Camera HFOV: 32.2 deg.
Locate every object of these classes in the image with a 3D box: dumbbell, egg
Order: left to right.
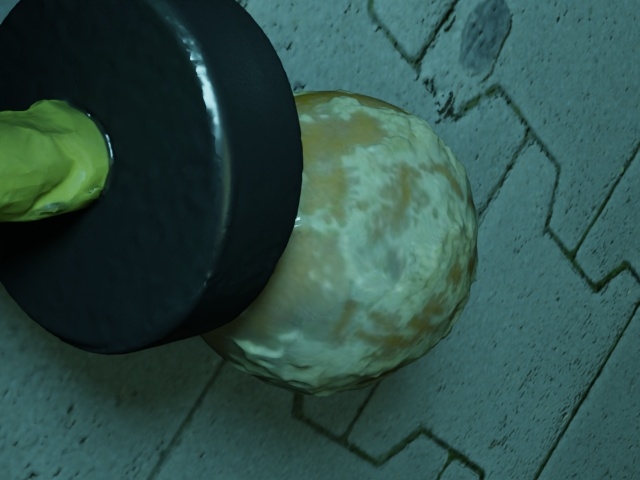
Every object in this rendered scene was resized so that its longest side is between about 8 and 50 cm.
[{"bbox_3d":[-0.177,-0.028,0.502,0.322,0.204,0.203,-12,118,-53],"label":"dumbbell"},{"bbox_3d":[0.000,0.000,0.728,0.245,0.203,0.203,-18,123,-64],"label":"egg"}]
